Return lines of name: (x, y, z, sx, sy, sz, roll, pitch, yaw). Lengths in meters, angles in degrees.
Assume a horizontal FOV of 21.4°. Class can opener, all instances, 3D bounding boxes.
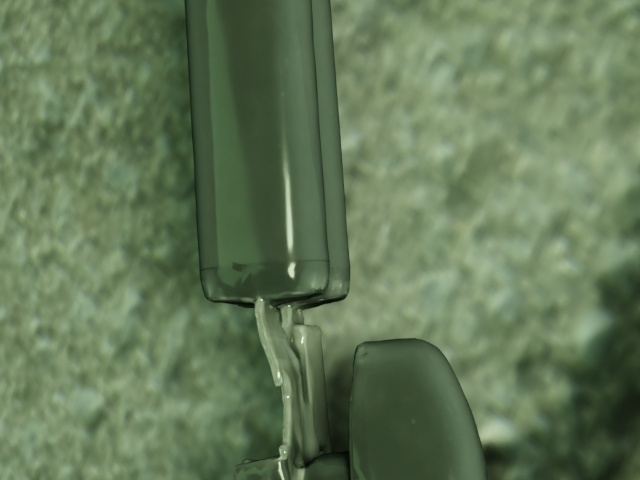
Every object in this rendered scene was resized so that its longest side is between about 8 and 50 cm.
can opener: (0.000, 0.000, 0.596, 0.093, 0.074, 0.280, -9, 83, 8)
